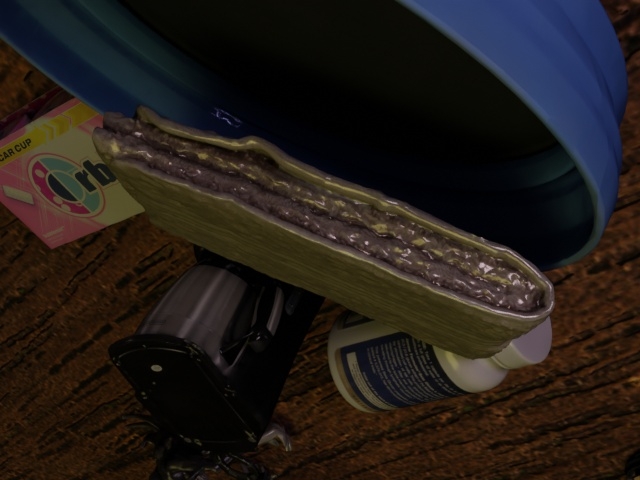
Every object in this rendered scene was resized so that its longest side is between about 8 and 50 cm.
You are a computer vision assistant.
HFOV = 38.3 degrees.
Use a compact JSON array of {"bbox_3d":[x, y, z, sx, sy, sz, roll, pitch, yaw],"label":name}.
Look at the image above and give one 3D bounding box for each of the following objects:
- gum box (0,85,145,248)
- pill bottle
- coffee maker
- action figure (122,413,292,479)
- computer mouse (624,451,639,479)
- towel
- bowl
[{"bbox_3d":[-0.190,-0.070,0.750,0.188,0.062,0.107,-18,124,39],"label":"gum box"},{"bbox_3d":[0.095,0.081,0.743,0.169,0.094,0.094,-21,122,41],"label":"pill bottle"},{"bbox_3d":[-0.067,0.071,0.750,0.120,0.178,0.171,12,137,19],"label":"coffee maker"},{"bbox_3d":[-0.097,0.278,1.027,0.276,0.141,0.164,48,150,13],"label":"action figure"},{"bbox_3d":[0.329,0.164,0.755,0.071,0.041,0.242,26,141,-2],"label":"computer mouse"},{"bbox_3d":[0.000,0.000,0.595,0.282,0.049,0.187,23,169,6],"label":"towel"},{"bbox_3d":[-0.023,-0.102,0.504,0.391,0.077,0.391,24,167,6],"label":"bowl"}]
